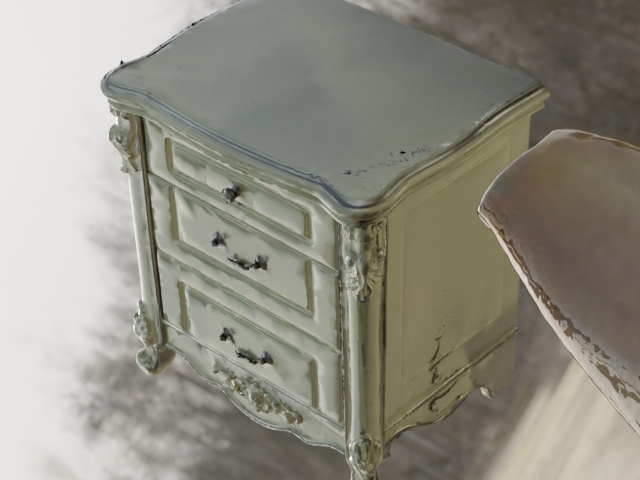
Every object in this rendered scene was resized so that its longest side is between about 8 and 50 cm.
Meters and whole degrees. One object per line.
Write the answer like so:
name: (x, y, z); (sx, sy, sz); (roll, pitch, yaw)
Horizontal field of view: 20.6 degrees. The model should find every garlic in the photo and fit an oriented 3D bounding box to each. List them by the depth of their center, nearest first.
garlic: (0.199, 0.047, 0.790); (0.143, 0.318, 0.112); (-23, -45, -25)

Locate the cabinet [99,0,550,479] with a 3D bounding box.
cabinet: (0.000, 0.000, 1.471); (0.227, 0.290, 0.318); (-35, -41, -36)
